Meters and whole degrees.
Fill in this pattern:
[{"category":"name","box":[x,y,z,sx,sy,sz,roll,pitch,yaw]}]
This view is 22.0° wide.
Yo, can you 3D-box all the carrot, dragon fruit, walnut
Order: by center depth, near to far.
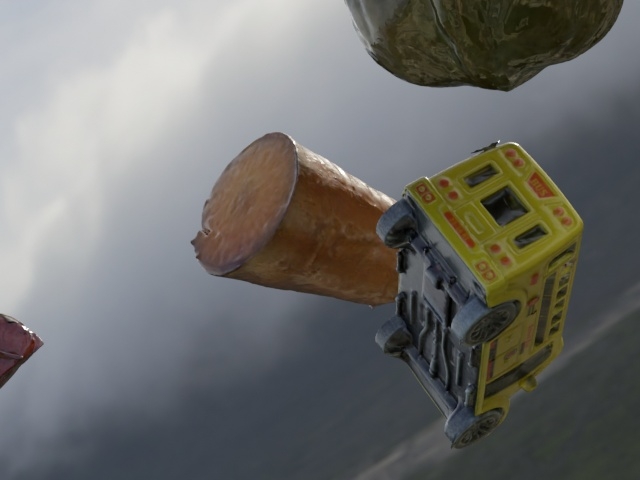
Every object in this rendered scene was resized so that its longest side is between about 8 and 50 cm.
[{"category":"walnut","box":[0.120,-0.252,1.279,0.227,0.283,0.283,-8,5,25]},{"category":"dragon fruit","box":[-0.373,0.152,1.876,0.131,0.063,0.097,-42,-37,-53]},{"category":"carrot","box":[0.000,0.000,2.015,0.254,0.196,0.196,25,-46,-33]}]

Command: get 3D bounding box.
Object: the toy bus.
[{"category":"toy bus","box":[0.148,0.057,1.533,0.152,0.144,0.330,-30,-27,-14]}]
